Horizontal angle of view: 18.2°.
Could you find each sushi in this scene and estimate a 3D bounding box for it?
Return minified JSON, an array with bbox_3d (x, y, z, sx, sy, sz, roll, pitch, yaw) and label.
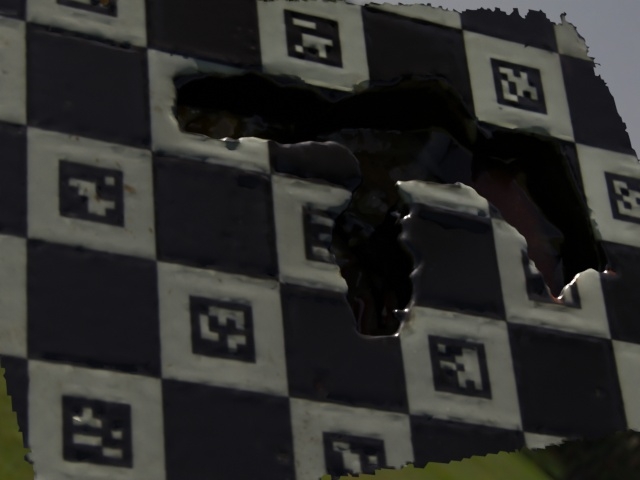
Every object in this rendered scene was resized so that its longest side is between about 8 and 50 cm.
[{"bbox_3d":[0.000,0.000,0.691,0.280,0.043,0.192,-5,62,-32],"label":"sushi"}]
